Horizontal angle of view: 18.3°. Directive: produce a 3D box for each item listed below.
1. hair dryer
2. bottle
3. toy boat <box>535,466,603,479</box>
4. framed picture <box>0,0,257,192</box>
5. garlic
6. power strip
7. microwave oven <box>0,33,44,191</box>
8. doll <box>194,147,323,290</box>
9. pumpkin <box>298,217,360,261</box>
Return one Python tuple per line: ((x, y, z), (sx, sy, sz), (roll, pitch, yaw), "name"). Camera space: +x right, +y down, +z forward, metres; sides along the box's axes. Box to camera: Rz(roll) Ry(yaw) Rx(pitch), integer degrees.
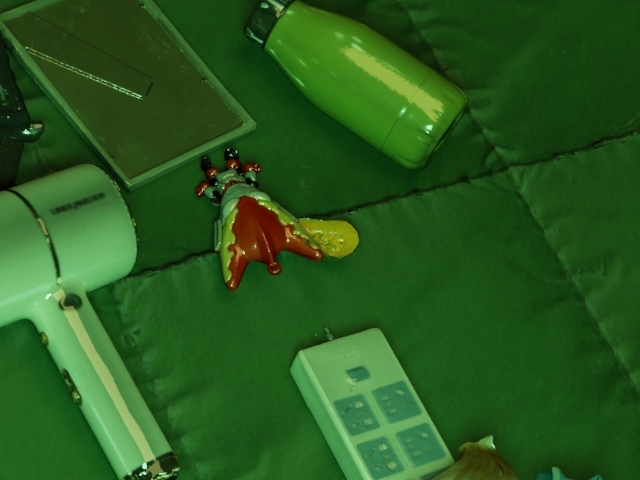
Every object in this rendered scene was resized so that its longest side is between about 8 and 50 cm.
((-0.236, 0.108, 1.943), (0.203, 0.128, 0.362), (-22, 74, -31), "hair dryer")
((0.034, -0.189, 2.238), (0.260, 0.112, 0.112), (35, 52, 6), "bottle")
((0.250, 0.337, 1.942), (0.109, 0.098, 0.237), (24, 53, -55), "toy boat")
((-0.216, -0.184, 2.200), (0.189, 0.023, 0.260), (-29, 70, -33), "framed picture")
((0.113, 0.273, 1.922), (0.198, 0.090, 0.128), (-26, 54, -25), "garlic")
((0.084, 0.238, 2.003), (0.106, 0.043, 0.367), (-16, 63, -29), "power strip")
((-0.408, -0.162, 2.011), (0.178, 0.188, 0.247), (-9, 60, -26), "microwave oven")
((-0.078, -0.025, 2.122), (0.109, 0.057, 0.169), (-19, 50, -13), "doll")
((0.000, 0.001, 2.146), (0.083, 0.028, 0.050), (12, 55, -1), "pumpkin")
